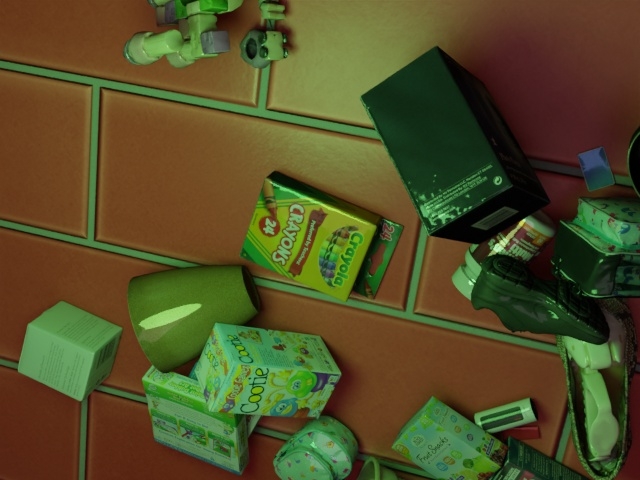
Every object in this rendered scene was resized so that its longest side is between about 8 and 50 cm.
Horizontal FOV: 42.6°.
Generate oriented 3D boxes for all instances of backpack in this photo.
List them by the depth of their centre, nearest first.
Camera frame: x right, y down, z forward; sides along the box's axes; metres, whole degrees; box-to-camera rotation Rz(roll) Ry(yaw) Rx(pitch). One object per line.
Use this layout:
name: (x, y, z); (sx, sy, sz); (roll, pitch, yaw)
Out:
backpack: (0.605, 0.018, 1.589); (0.253, 0.225, 0.191); (8, 109, -14)
backpack: (-0.006, 0.524, 1.975); (0.166, 0.144, 0.188); (44, 110, 4)

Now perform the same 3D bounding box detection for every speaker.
speaker: (0.423, 0.400, 1.864); (0.136, 0.055, 0.055); (-21, 101, 21)

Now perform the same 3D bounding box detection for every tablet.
tablet: (0.561, -0.146, 1.670); (0.054, 0.006, 0.083); (-18, 103, 19)

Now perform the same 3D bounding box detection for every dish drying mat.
dish drying mat: (0.461, 0.444, 1.893); (0.083, 0.008, 0.032); (-8, 106, 18)

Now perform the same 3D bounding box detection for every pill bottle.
pill bottle: (0.380, 0.025, 1.714); (0.121, 0.121, 0.221); (36, 113, 1)

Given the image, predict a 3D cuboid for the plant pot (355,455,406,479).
plant pot: (0.220, 0.707, 1.904); (0.305, 0.334, 0.334); (17, 112, -4)

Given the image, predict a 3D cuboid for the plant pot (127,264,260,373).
plant pot: (-0.277, 0.152, 1.897); (0.254, 0.237, 0.237); (-21, 102, 5)

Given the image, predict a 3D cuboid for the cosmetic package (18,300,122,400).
cosmetic package: (-0.623, 0.272, 2.049); (0.184, 0.151, 0.151); (23, 113, 8)

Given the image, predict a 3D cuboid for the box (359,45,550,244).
box: (0.259, -0.167, 1.539); (0.183, 0.296, 0.294); (-32, 73, 22)

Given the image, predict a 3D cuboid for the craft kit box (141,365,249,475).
craft kit box: (-0.295, 0.432, 1.965); (0.250, 0.061, 0.246); (17, 136, 17)

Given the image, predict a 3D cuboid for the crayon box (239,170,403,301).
crayon box: (0.000, 0.000, 1.829); (0.318, 0.081, 0.202); (22, 112, 6)

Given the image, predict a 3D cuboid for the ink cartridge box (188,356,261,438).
ink cartridge box: (-0.232, 0.384, 2.016); (0.203, 0.086, 0.148); (31, 114, 4)

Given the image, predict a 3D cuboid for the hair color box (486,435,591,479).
hair color box: (0.540, 0.616, 1.874); (0.347, 0.105, 0.174); (28, 114, 3)

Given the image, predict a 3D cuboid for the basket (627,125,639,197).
basket: (0.650, -0.151, 1.525); (0.154, 0.227, 0.204); (-38, 96, 23)

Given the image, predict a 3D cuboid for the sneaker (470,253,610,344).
sneaker: (0.435, 0.137, 1.641); (0.286, 0.109, 0.130); (28, 126, 8)

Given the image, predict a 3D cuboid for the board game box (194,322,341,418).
board game box: (-0.119, 0.297, 1.852); (0.275, 0.144, 0.142); (12, 117, -30)

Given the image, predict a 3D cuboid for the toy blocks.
toy blocks: (-0.273, -0.495, 1.693); (0.260, 0.309, 0.288); (3, 99, 48)

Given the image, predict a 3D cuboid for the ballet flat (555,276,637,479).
ballet flat: (0.582, 0.287, 1.714); (0.164, 0.182, 0.482); (-5, 106, 17)

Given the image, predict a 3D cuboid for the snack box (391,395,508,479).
snack box: (0.294, 0.475, 1.886); (0.207, 0.070, 0.174); (34, 135, 4)
